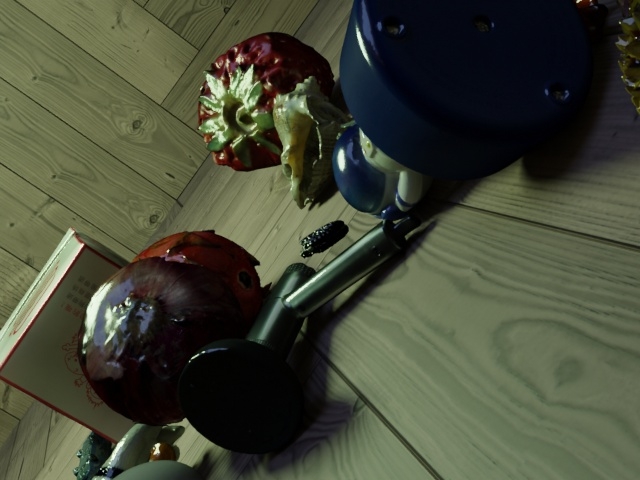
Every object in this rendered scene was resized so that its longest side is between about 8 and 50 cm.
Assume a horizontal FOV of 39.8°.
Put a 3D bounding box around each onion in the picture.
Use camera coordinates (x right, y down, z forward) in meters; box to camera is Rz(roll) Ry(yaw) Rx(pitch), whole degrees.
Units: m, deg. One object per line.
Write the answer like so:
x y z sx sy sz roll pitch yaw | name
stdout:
-0.223 0.151 1.269 0.219 0.252 0.252 77 -146 -54 | onion

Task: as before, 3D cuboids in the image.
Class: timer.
0.117 -0.146 1.070 0.270 0.270 0.383 -64 4 -30 | timer

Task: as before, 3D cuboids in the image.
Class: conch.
-0.015 -0.175 1.611 0.178 0.162 0.245 -57 -26 -82 | conch

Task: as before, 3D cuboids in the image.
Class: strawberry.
-0.091 -0.311 1.974 0.345 0.295 0.318 -22 -36 -52 | strawberry

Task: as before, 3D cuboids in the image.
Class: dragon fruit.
-0.218 0.095 1.475 0.252 0.241 0.241 -46 18 33 | dragon fruit

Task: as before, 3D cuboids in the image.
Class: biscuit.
0.000 0.000 1.206 0.087 0.027 0.089 -30 7 30 | biscuit

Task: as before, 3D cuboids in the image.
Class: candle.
0.277 -0.271 1.129 0.084 0.059 0.301 -46 15 -6 | candle

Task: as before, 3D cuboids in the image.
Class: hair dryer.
-0.025 0.074 1.130 0.284 0.155 0.320 -55 4 39 | hair dryer

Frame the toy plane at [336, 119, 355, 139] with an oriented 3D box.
0.133 -0.204 1.353 0.192 0.088 0.262 -31 10 -24 | toy plane

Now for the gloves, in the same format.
-0.272 0.348 1.257 0.140 0.131 0.219 107 170 -70 | gloves

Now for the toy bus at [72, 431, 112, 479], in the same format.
-0.445 0.434 1.734 0.051 0.061 0.153 -50 18 7 | toy bus

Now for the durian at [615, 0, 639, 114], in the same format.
0.328 -0.208 0.757 0.191 0.112 0.341 -45 16 37 | durian

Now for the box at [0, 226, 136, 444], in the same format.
-0.450 0.191 1.792 0.312 0.314 0.300 -57 18 -7 | box

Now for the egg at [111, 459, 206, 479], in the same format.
-0.201 0.353 0.993 0.176 0.176 0.232 -38 21 45 | egg
